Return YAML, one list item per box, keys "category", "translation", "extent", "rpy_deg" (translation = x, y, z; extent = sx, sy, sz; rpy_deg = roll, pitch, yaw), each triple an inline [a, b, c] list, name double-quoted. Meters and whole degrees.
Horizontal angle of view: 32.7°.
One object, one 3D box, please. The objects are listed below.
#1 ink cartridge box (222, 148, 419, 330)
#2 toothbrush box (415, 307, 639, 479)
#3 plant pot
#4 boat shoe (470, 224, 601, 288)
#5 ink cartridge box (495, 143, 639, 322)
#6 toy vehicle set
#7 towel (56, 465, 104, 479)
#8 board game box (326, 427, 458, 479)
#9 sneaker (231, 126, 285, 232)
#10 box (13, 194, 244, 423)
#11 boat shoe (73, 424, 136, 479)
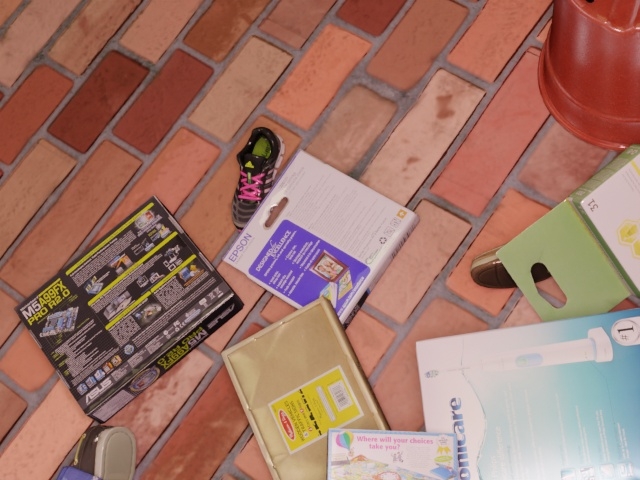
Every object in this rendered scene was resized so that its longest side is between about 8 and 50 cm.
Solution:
- category: "ink cartridge box"
  translation: [0.000, 0.000, 1.559]
  extent: [0.208, 0.045, 0.206]
  rpy_deg: [31, 79, 21]
- category: "toothbrush box"
  translation: [0.280, 0.220, 1.354]
  extent: [0.295, 0.126, 0.216]
  rpy_deg: [-10, 67, 10]
- category: "plant pot"
  translation: [0.422, -0.298, 1.455]
  extent: [0.272, 0.265, 0.272]
  rpy_deg: [-5, 67, 12]
- category: "boat shoe"
  translation: [0.291, 0.013, 1.477]
  extent: [0.190, 0.068, 0.072]
  rpy_deg: [-10, 52, -2]
- category: "ink cartridge box"
  translation: [0.370, 0.011, 1.408]
  extent: [0.235, 0.056, 0.171]
  rpy_deg: [-38, 104, -5]
- category: "toy vehicle set"
  translation: [-0.008, 0.229, 1.447]
  extent: [0.166, 0.035, 0.267]
  rpy_deg: [-29, 70, 10]
- category: "towel"
  translation: [-0.239, 0.465, 1.387]
  extent: [0.336, 0.040, 0.243]
  rpy_deg: [26, 74, 2]
- category: "board game box"
  translation: [0.084, 0.276, 1.277]
  extent: [0.154, 0.026, 0.103]
  rpy_deg: [3, 70, -3]
- category: "sneaker"
  translation: [-0.099, -0.095, 1.608]
  extent: [0.063, 0.075, 0.170]
  rpy_deg: [10, 71, 18]
- category: "box"
  translation: [-0.279, 0.097, 1.583]
  extent: [0.270, 0.060, 0.216]
  rpy_deg: [-40, 64, -5]
- category: "boat shoe"
  translation: [-0.304, 0.364, 1.473]
  extent: [0.068, 0.081, 0.228]
  rpy_deg: [-2, 73, 40]
